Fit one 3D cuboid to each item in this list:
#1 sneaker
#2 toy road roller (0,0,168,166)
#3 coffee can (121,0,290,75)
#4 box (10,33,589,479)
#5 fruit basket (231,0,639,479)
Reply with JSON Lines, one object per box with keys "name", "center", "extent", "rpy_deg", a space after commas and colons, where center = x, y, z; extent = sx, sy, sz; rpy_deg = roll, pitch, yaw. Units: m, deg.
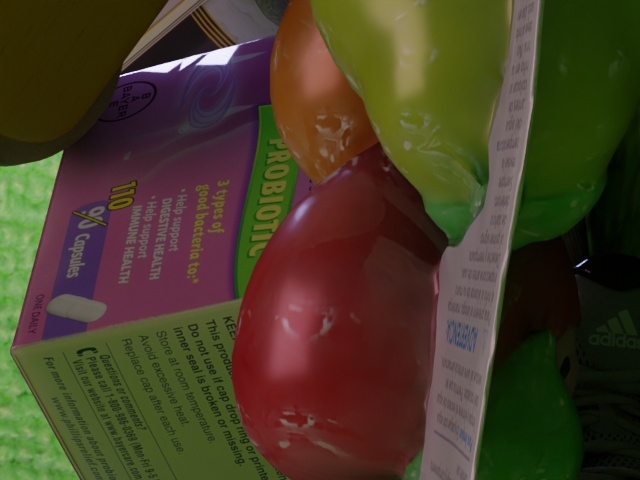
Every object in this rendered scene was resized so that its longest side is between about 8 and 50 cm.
{"name": "sneaker", "center": [0.095, 0.070, 0.716], "extent": [0.228, 0.086, 0.132], "rpy_deg": [-132, 54, -87]}
{"name": "toy road roller", "center": [-0.156, -0.226, 0.964], "extent": [0.329, 0.241, 0.202], "rpy_deg": [-57, 22, 2]}
{"name": "coffee can", "center": [-0.002, -0.184, 1.177], "extent": [0.275, 0.202, 0.201], "rpy_deg": [-31, 44, 51]}
{"name": "box", "center": [0.000, 0.000, 0.950], "extent": [0.213, 0.243, 0.117], "rpy_deg": [-84, -22, -52]}
{"name": "fruit basket", "center": [0.050, -0.021, 0.627], "extent": [0.327, 0.165, 0.353], "rpy_deg": [176, 97, -86]}
